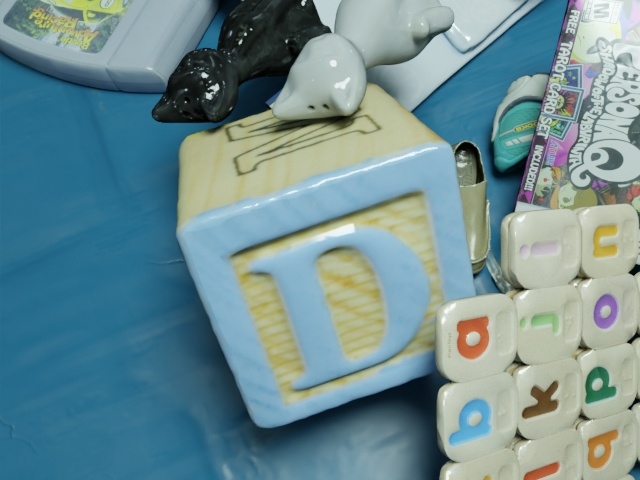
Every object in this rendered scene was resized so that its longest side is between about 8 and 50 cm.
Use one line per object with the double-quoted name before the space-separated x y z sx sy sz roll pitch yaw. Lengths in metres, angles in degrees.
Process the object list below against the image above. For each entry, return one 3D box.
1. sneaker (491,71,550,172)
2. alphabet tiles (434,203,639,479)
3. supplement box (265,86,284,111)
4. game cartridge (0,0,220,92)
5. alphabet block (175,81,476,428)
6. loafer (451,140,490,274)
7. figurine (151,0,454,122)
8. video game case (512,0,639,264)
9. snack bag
"sneaker" 0.312 -0.084 0.645 0.275 0.107 0.110 16 89 15
"alphabet tiles" 0.200 0.115 0.502 0.277 0.021 0.284 -6 97 -29
"supplement box" -0.006 -0.115 0.673 0.056 0.083 0.083 -42 71 -12
"game cartridge" -0.287 -0.290 0.784 0.294 0.060 0.196 19 75 12
"alphabet block" 0.000 0.000 0.528 0.193 0.192 0.197 -17 29 -4
"loafer" 0.144 -0.038 0.648 0.056 0.050 0.148 -3 68 3
"figurine" -0.017 -0.164 0.558 0.214 0.092 0.209 5 43 34
"video game case" 0.303 -0.092 0.575 0.210 0.042 0.232 15 100 14
"snack bag" 0.068 -0.326 0.728 0.342 0.037 0.323 -41 90 -12
